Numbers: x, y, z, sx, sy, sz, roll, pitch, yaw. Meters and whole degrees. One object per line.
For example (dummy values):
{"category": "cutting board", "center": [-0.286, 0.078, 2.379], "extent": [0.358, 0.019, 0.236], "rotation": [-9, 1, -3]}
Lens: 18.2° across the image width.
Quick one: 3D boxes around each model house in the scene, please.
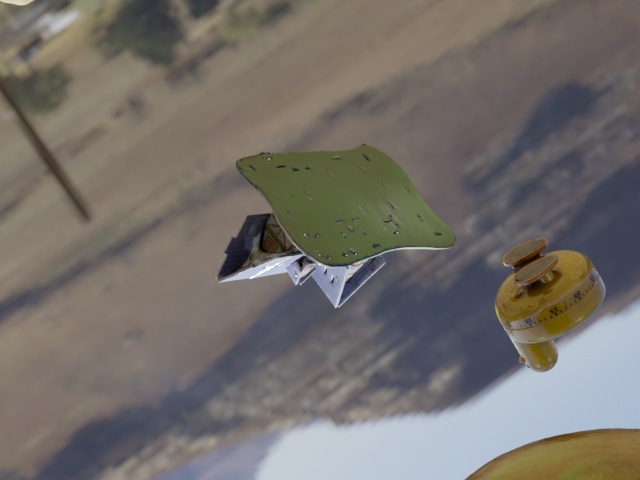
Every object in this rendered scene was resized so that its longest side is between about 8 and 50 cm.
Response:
{"category": "model house", "center": [0.000, 0.000, 1.491], "extent": [0.167, 0.117, 0.088], "rotation": [-11, 144, -48]}

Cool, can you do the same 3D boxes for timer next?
{"category": "timer", "center": [0.221, 0.063, 1.901], "extent": [0.107, 0.109, 0.107], "rotation": [-28, -162, 10]}

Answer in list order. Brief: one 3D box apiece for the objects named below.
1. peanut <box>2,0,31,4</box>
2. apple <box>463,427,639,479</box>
{"category": "peanut", "center": [-0.400, -0.332, 2.074], "extent": [0.340, 0.174, 0.158], "rotation": [-10, 175, -32]}
{"category": "apple", "center": [0.225, 0.337, 1.543], "extent": [0.374, 0.384, 0.374], "rotation": [5, 168, 1]}
